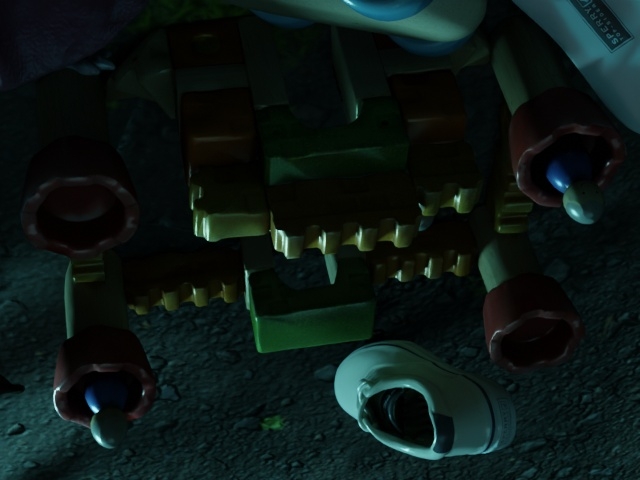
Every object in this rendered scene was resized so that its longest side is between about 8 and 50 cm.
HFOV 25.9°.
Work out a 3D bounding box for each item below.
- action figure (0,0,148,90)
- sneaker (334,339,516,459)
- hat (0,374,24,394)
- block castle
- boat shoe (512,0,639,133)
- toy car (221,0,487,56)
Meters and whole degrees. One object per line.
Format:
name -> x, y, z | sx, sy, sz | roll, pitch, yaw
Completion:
action figure -> -0.215, -0.276, 0.842 | 0.275, 0.248, 0.370 | 21, 128, 24
sneaker -> 0.071, 0.145, 1.295 | 0.091, 0.094, 0.258 | -1, -179, -30
hat -> -0.398, 0.061, 1.106 | 0.331, 0.331, 0.134 | 2, 93, -17
block castle -> 0.000, 0.000, 1.119 | 0.453, 0.213, 0.303 | -6, 137, -8
boat shoe -> 0.198, -0.213, 1.031 | 0.108, 0.102, 0.301 | -32, 113, 29
toy car -> 0.025, -0.259, 0.908 | 0.210, 0.238, 0.219 | 13, -177, 13
